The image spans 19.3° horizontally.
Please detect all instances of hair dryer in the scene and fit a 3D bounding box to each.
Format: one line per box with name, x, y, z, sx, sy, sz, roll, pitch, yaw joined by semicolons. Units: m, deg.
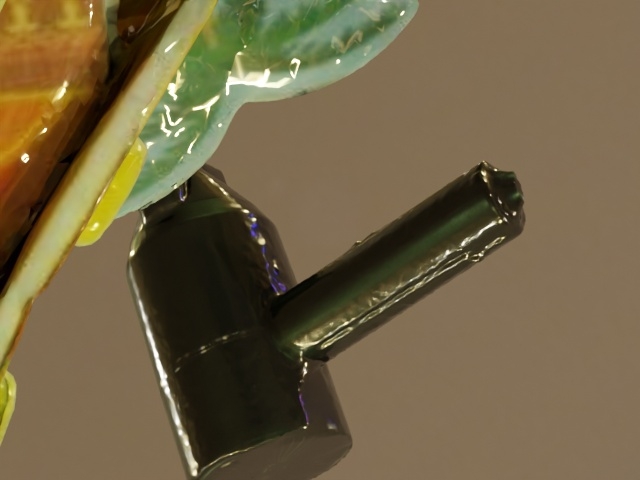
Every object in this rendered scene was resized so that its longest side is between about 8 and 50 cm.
hair dryer;0.000;0.000;1.229;0.302;0.116;0.244;-33;-116;29

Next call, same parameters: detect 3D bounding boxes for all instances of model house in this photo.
model house;-0.074;-0.080;0.504;0.340;0.324;0.300;-6;-173;-22
